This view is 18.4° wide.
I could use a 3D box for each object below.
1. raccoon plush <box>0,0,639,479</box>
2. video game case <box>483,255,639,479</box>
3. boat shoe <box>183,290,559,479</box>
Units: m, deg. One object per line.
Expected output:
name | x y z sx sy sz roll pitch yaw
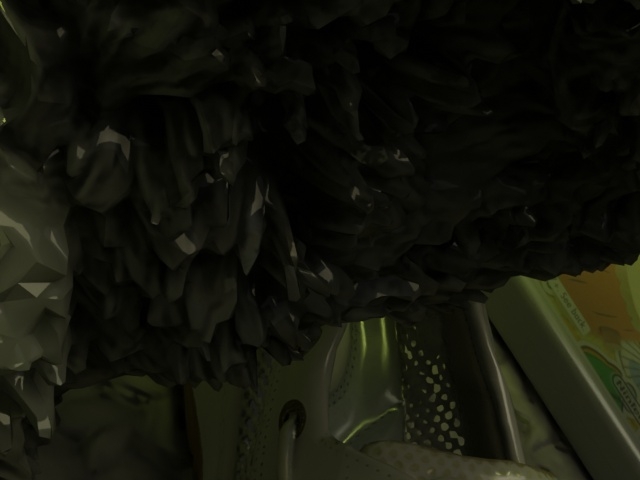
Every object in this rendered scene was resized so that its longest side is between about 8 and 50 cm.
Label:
raccoon plush | 0.000 0.000 0.471 0.446 0.299 0.216 33 20 -41
video game case | 0.118 -0.015 0.767 0.206 0.026 0.227 -28 84 -51
boat shoe | 0.021 0.085 0.542 0.098 0.096 0.277 15 53 -40
